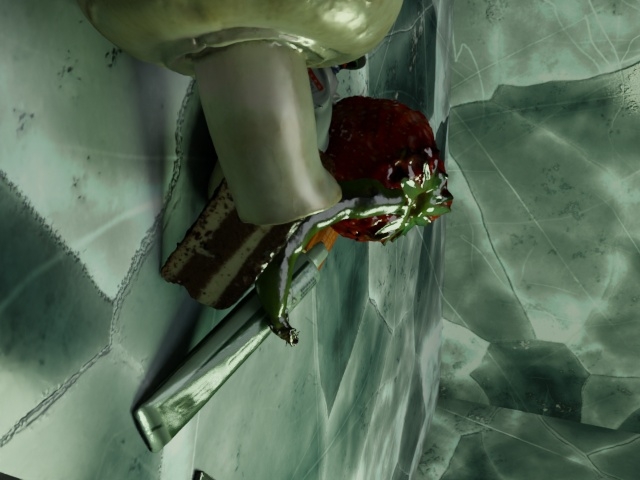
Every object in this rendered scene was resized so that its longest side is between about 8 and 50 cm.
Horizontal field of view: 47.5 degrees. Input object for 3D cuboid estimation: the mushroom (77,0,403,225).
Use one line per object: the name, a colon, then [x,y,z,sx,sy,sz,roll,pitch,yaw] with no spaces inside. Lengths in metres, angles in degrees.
mushroom: [-0.055,-0.228,0.697,0.356,0.315,0.315,44,51,-35]

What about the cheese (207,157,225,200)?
cheese: [-0.081,-0.067,1.084,0.263,0.093,0.159,55,50,-65]

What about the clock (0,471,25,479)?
clock: [-0.296,0.346,0.487,0.235,0.166,0.310,-17,115,-70]

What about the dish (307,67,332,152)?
dish: [-0.045,-0.212,0.978,0.229,0.081,0.229,27,50,-37]

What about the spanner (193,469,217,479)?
spanner: [-0.141,0.432,1.202,0.325,0.026,0.093,66,35,-55]

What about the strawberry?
strawberry: [0.080,-0.130,1.242,0.238,0.288,0.250,-35,148,-12]

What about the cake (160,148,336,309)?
cake: [-0.085,-0.038,0.918,0.246,0.112,0.135,-52,-171,28]

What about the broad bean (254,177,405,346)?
broad bean: [0.000,0.000,1.032,0.144,0.049,0.292,45,73,-24]

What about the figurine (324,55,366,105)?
figurine: [-0.008,-0.270,1.209,0.154,0.132,0.132,-63,157,-12]

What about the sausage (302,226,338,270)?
sausage: [0.002,-0.047,1.339,0.312,0.093,0.093,-60,152,-49]

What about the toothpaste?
toothpaste: [-0.110,0.128,1.023,0.392,0.061,0.099,-45,143,-32]
